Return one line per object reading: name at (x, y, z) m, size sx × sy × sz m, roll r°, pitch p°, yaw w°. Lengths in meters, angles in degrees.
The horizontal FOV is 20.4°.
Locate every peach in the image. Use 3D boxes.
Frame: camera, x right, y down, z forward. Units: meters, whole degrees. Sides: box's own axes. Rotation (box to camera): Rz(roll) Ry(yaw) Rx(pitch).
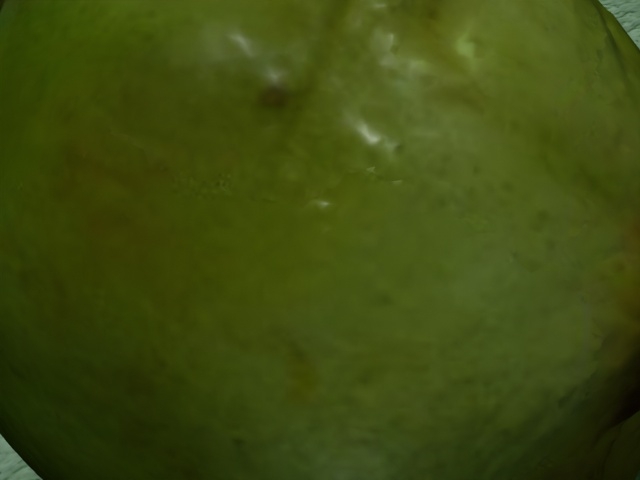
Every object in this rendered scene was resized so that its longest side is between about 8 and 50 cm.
peach at (-0.004, 0.000, 0.716) m, size 0.316 × 0.314 × 0.281 m, roll 26°, pitch 77°, yaw 14°
